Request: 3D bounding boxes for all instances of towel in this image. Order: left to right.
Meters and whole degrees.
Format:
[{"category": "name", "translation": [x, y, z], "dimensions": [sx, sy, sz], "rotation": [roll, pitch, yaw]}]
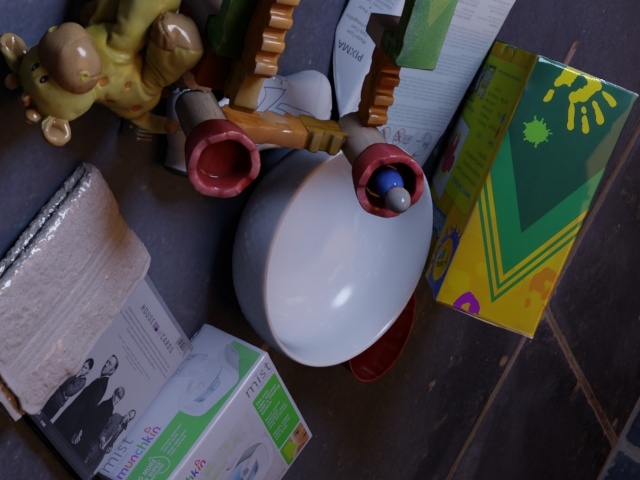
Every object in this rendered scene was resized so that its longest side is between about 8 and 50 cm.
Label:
[{"category": "towel", "translation": [-0.314, 0.064, 1.592], "dimensions": [0.282, 0.049, 0.187], "rotation": [-56, 146, -27]}]

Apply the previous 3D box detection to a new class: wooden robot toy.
[{"category": "wooden robot toy", "translation": [-0.184, -0.199, 1.625], "dimensions": [0.076, 0.079, 0.173], "rotation": [30, 81, -57]}]

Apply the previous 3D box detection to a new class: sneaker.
[{"category": "sneaker", "translation": [-0.086, -0.178, 1.759], "dimensions": [0.297, 0.111, 0.129], "rotation": [-31, 125, -46]}]

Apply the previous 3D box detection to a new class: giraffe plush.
[{"category": "giraffe plush", "translation": [-0.253, -0.195, 1.467], "dimensions": [0.170, 0.181, 0.210], "rotation": [-18, 137, -38]}]

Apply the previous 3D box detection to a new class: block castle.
[{"category": "block castle", "translation": [0.023, -0.254, 1.498], "dimensions": [0.303, 0.213, 0.453], "rotation": [6, 120, -23]}]

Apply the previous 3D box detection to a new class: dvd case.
[{"category": "dvd case", "translation": [-0.272, 0.176, 1.743], "dimensions": [0.239, 0.029, 0.179], "rotation": [-53, 143, -25]}]

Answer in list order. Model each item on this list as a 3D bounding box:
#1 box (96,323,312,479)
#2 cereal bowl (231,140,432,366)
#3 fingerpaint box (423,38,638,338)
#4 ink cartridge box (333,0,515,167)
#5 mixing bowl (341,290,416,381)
[{"category": "box", "translation": [-0.160, 0.292, 1.882], "dimensions": [0.262, 0.127, 0.231], "rotation": [-52, 145, -24]}, {"category": "cereal bowl", "translation": [0.000, 0.000, 1.921], "dimensions": [0.339, 0.141, 0.339], "rotation": [-23, 126, -37]}, {"category": "fingerpaint box", "translation": [0.289, -0.097, 2.041], "dimensions": [0.445, 0.163, 0.371], "rotation": [-100, -148, -79]}, {"category": "ink cartridge box", "translation": [0.112, -0.244, 2.062], "dimensions": [0.308, 0.091, 0.385], "rotation": [0, 124, -56]}, {"category": "mixing bowl", "translation": [0.061, 0.122, 2.133], "dimensions": [0.181, 0.098, 0.181], "rotation": [-32, 132, -44]}]
